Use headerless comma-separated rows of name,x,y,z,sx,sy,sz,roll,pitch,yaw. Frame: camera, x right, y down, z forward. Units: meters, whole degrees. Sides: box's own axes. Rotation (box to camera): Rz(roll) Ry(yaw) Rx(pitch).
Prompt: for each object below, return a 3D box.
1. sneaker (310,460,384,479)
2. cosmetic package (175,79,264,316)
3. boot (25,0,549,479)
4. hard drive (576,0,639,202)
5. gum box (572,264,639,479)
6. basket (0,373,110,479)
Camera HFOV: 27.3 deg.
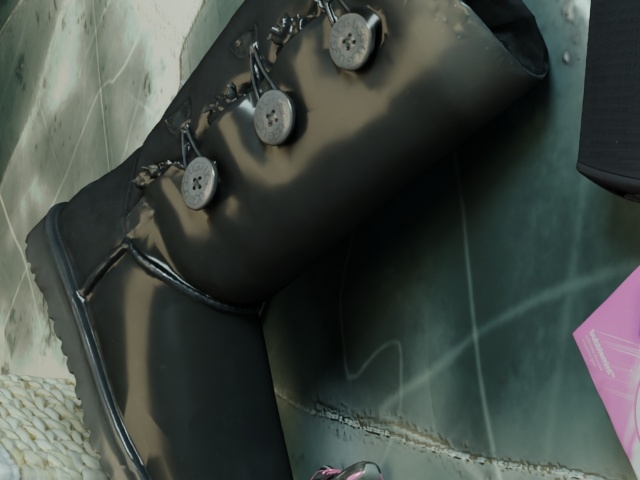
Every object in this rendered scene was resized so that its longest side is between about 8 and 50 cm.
sneaker,0.010,0.199,1.051,0.119,0.047,0.057,-50,33,42
cosmetic package,-0.100,-0.012,1.203,0.127,0.107,0.238,47,126,50
boot,-0.001,-0.002,0.971,0.445,0.146,0.367,-41,70,24
hard drive,0.225,-0.096,0.696,0.254,0.054,0.172,-170,84,-66
gum box,0.218,0.096,0.692,0.107,0.062,0.188,-55,42,41
basket,-0.272,0.319,1.282,0.331,0.266,0.328,22,104,58
